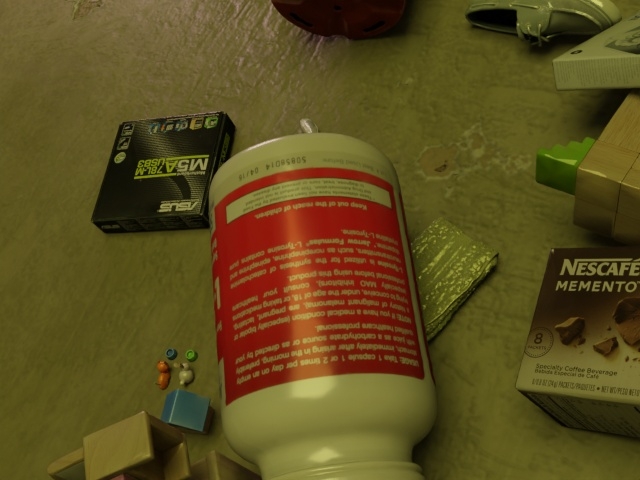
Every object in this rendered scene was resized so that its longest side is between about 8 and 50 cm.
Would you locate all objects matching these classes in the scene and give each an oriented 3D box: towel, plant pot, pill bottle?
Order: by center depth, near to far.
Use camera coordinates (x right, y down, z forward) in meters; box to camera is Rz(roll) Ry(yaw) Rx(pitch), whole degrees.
[{"bbox_3d":[0.001,0.107,0.881,0.229,0.229,0.407,-14,63,13],"label":"pill bottle"},{"bbox_3d":[0.138,0.046,0.996,0.110,0.027,0.148,36,80,34],"label":"towel"},{"bbox_3d":[0.040,-0.466,1.205,0.273,0.272,0.264,2,70,22],"label":"plant pot"}]

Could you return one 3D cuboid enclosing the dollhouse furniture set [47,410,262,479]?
[{"bbox_3d":[-0.150,0.377,0.763,0.198,0.286,0.303,-28,50,12],"label":"dollhouse furniture set"}]

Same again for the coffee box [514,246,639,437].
[{"bbox_3d":[0.358,0.101,0.768,0.297,0.119,0.168,-1,60,45],"label":"coffee box"}]

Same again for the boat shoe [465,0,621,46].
[{"bbox_3d":[0.298,-0.306,1.110,0.228,0.079,0.081,28,83,43],"label":"boat shoe"}]

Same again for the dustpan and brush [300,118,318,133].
[{"bbox_3d":[-0.002,-0.118,1.115,0.148,0.060,0.211,-1,21,-14],"label":"dustpan and brush"}]

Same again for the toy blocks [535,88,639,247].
[{"bbox_3d":[0.469,-0.085,0.878,0.382,0.190,0.261,24,60,30],"label":"toy blocks"}]

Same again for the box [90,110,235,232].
[{"bbox_3d":[-0.235,-0.102,1.214,0.191,0.045,0.184,-2,59,21],"label":"box"}]

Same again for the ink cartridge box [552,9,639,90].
[{"bbox_3d":[0.426,-0.231,0.937,0.223,0.045,0.224,-31,27,-32],"label":"ink cartridge box"}]

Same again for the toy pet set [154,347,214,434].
[{"bbox_3d":[-0.167,0.181,1.011,0.122,0.065,0.114,1,62,22],"label":"toy pet set"}]
